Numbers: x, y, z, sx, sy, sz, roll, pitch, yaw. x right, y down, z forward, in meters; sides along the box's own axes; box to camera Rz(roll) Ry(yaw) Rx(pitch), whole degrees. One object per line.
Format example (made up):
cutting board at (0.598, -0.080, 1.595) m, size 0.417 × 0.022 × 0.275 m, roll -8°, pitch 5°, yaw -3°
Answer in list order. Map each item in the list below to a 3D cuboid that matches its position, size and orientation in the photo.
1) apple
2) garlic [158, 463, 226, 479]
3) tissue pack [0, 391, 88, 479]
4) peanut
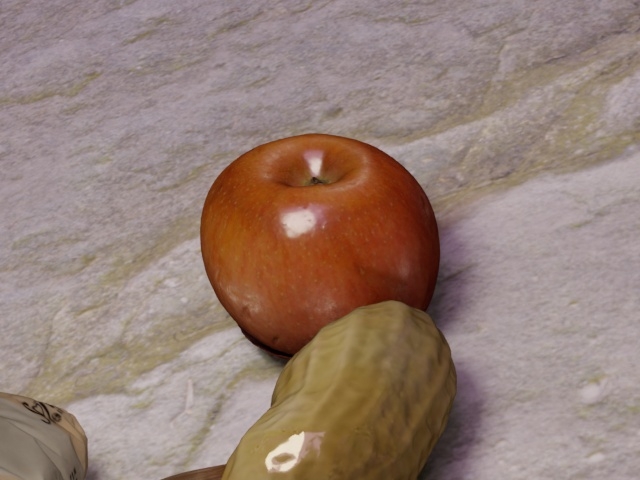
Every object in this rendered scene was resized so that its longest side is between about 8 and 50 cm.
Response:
apple at (0.000, 0.000, 1.964) m, size 0.251 × 0.206 × 0.272 m, roll -26°, pitch 37°, yaw -8°
garlic at (-0.130, 0.272, 1.824) m, size 0.198 × 0.090 × 0.128 m, roll -18°, pitch 23°, yaw 16°
tissue pack at (-0.418, 0.253, 1.770) m, size 0.390 × 0.195 × 0.375 m, roll 5°, pitch 11°, yaw -2°
peanut at (0.022, 0.182, 1.750) m, size 0.174 × 0.158 × 0.340 m, roll 15°, pitch 35°, yaw 14°
